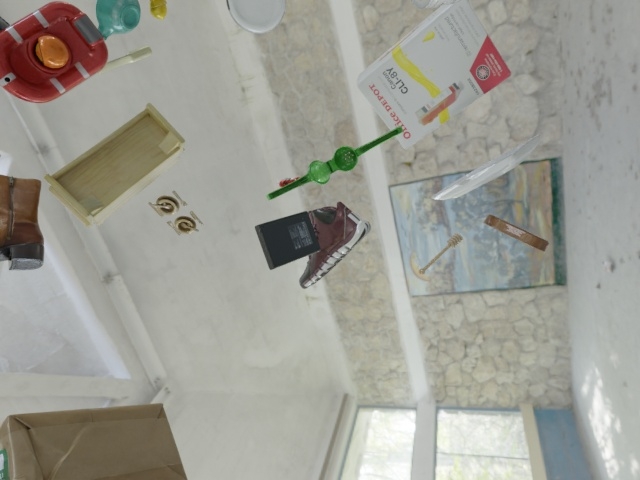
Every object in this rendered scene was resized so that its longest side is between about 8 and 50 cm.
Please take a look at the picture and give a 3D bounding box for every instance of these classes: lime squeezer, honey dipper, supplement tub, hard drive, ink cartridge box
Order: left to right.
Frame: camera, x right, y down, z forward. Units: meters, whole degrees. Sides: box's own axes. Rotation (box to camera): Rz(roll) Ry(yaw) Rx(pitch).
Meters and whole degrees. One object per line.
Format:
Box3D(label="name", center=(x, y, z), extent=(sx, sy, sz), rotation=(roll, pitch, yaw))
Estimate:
Box3D(label="supplement tub", center=(-0.136, -0.502, 0.867), extent=(0.190, 0.117, 0.117), rotation=(-106, -4, -57))
Box3D(label="hard drive", center=(-0.066, -0.003, 0.875), extent=(0.135, 0.022, 0.094), rotation=(-20, -89, -43))
Box3D(label="lime squeezer", center=(0.028, -0.157, 0.903), extent=(0.059, 0.310, 0.110), rotation=(64, 179, -23))
Box3D(label="ink cartridge box", center=(0.346, -0.522, 1.328), extent=(0.279, 0.384, 0.160), rotation=(47, -153, -19))
Box3D(label="honey dipper", center=(0.338, 0.040, 1.183), extent=(0.030, 0.160, 0.030), rotation=(48, 171, 10))

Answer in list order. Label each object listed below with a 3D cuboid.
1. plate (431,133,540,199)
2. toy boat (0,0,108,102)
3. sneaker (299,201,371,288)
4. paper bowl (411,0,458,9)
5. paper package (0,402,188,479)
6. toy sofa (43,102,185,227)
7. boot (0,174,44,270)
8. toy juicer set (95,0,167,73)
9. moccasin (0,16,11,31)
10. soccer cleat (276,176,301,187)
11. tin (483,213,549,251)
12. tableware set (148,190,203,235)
Box3D(label="plate", center=(0.509, -0.210, 1.265), extent=(0.278, 0.277, 0.045), rotation=(-30, -91, -43))
Box3D(label="toy boat", center=(-0.557, -0.384, 0.859), extent=(0.231, 0.151, 0.151), rotation=(-42, -55, -14))
Box3D(label="sneaker", center=(0.000, 0.000, 1.186), extent=(0.162, 0.281, 0.106), rotation=(46, -157, 5))
Box3D(label="paper bowl", center=(0.217, -0.645, 0.877), extent=(0.284, 0.148, 0.284), rotation=(168, 90, -88))
Box3D(label="paper package", center=(-0.450, 0.445, 0.706), extent=(0.309, 0.325, 0.168), rotation=(28, -156, -57))
Box3D(label="toy sofa", center=(-0.575, -0.212, 1.201), extent=(0.150, 0.177, 0.362), rotation=(47, -111, -10))
Box3D(label="boot", center=(-0.829, -0.068, 1.022), extent=(0.264, 0.096, 0.281), rotation=(1, -123, -41))
Box3D(label="toy juicer set", center=(-0.532, -0.634, 1.164), extent=(0.329, 0.089, 0.209), rotation=(-62, -10, 29))
Box3D(label="moccasin", center=(-0.729, -0.468, 0.822), extent=(0.342, 0.116, 0.138), rotation=(24, -134, -69))
Box3D(label="soccer cleat", center=(-0.081, -0.163, 1.157), extent=(0.083, 0.035, 0.029), rotation=(-14, -58, -28))
Box3D(label="tin", center=(0.576, -0.025, 1.230), extent=(0.106, 0.189, 0.040), rotation=(-7, -56, -57))
Box3D(label="tableware set", center=(-0.562, -0.092, 1.624), extent=(0.194, 0.128, 0.039), rotation=(57, -160, -36))
